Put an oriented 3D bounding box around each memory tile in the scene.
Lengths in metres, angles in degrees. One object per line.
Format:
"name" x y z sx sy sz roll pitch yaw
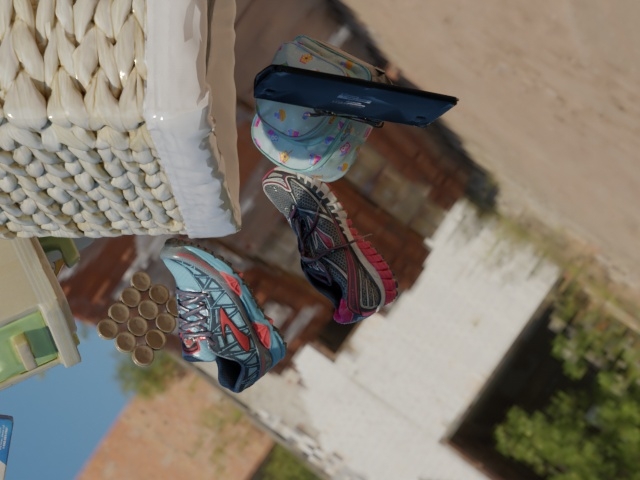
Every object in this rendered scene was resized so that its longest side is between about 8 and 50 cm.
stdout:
"memory tile" -0.299 0.131 2.252 0.113 0.148 0.012 36 145 -5

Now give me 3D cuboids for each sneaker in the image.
"sneaker" -0.148 0.111 1.856 0.104 0.125 0.262 9 141 52
"sneaker" 0.000 0.000 2.204 0.299 0.112 0.121 51 156 16

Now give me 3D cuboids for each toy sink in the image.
"toy sink" -0.303 0.057 1.246 0.131 0.234 0.153 60 165 22

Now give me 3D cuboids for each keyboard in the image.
"keyboard" 0.027 -0.144 1.260 0.192 0.038 0.100 9 162 -23

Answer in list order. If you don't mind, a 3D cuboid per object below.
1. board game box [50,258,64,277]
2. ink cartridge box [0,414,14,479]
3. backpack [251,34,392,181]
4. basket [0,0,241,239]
"board game box" -0.611 -0.092 2.252 0.356 0.356 0.356 20 156 6
"ink cartridge box" -0.603 0.326 2.080 0.231 0.134 0.078 10 176 -13
"backpack" -0.010 -0.184 1.920 0.166 0.188 0.144 32 -165 30
"basket" -0.195 -0.182 0.949 0.266 0.328 0.331 -3 168 1
